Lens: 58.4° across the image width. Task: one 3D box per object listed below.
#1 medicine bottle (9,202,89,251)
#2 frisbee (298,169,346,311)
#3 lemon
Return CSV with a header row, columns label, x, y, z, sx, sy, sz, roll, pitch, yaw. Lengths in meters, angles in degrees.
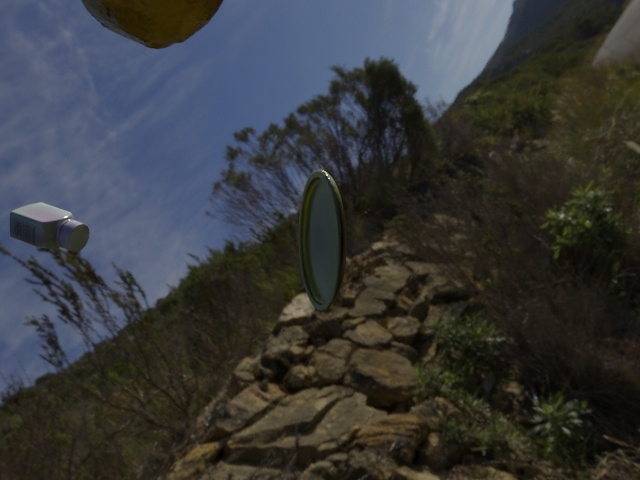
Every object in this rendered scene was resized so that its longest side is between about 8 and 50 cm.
label,x,y,z,sx,sy,sz,roll,pitch,yaw
medicine bottle,-0.467,-0.021,0.994,0.074,0.118,0.055,-42,-34,-66
frisbee,0.000,0.000,0.955,0.236,0.017,0.236,178,90,-73
lemon,-0.259,-0.441,0.885,0.260,0.260,0.284,-57,21,-6
